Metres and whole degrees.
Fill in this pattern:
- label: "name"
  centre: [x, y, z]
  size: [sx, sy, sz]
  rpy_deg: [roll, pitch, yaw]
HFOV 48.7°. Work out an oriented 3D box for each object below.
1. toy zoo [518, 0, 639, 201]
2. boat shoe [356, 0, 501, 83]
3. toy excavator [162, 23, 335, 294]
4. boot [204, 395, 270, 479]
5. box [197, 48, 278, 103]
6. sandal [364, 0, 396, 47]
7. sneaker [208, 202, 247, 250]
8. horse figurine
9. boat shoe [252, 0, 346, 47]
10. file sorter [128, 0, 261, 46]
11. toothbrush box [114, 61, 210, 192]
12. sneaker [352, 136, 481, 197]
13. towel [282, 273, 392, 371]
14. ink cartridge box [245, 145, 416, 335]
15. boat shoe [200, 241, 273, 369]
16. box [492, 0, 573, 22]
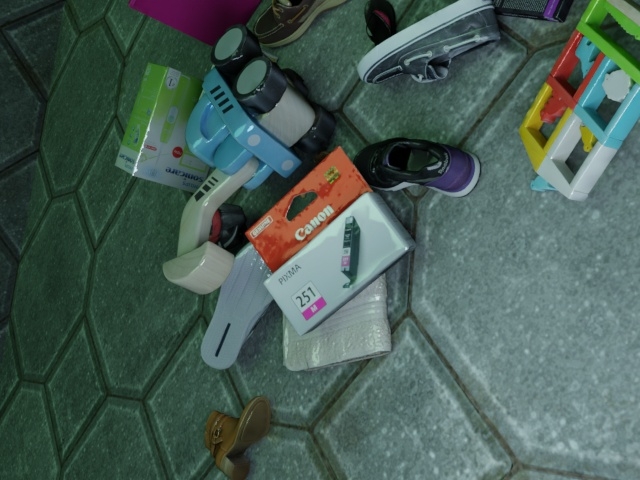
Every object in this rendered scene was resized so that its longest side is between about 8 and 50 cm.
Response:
- label: "toy zoo"
  centre: [0.378, -0.192, 1.014]
  size: [0.192, 0.030, 0.293]
  rpy_deg: [-104, 30, -49]
- label: "boat shoe"
  centre: [0.194, -0.337, 1.291]
  size: [0.301, 0.108, 0.102]
  rpy_deg: [-20, 89, 41]
- label: "toy excavator"
  centre: [-0.188, -0.160, 1.495]
  size: [0.445, 0.222, 0.433]
  rpy_deg: [-44, 47, 13]
- label: "boot"
  centre: [-0.188, 0.398, 1.515]
  size: [0.152, 0.072, 0.197]
  rpy_deg: [27, 97, 53]
- label: "box"
  centre: [-0.207, -0.388, 1.744]
  size: [0.114, 0.103, 0.203]
  rpy_deg: [34, 104, 48]
- label: "sandal"
  centre: [0.121, -0.430, 1.438]
  size: [0.067, 0.040, 0.179]
  rpy_deg: [-34, 55, 37]
- label: "sneaker"
  centre: [-0.248, -0.006, 1.685]
  size: [0.098, 0.135, 0.276]
  rpy_deg: [68, 151, 20]
- label: "horse figurine"
  centre: [0.049, -0.074, 1.357]
  size: [0.263, 0.066, 0.174]
  rpy_deg: [62, 143, 15]
- label: "boat shoe"
  centre: [-0.058, -0.558, 1.613]
  size: [0.342, 0.123, 0.123]
  rpy_deg: [-16, 67, 45]
- label: "file sorter"
  centre: [-0.330, -0.668, 1.827]
  size: [0.202, 0.290, 0.182]
  rpy_deg: [-49, 45, 27]
- label: "toothbrush box"
  centre: [-0.376, -0.287, 1.824]
  size: [0.122, 0.206, 0.283]
  rpy_deg: [27, 98, 48]
- label: "sneaker"
  centre: [0.141, -0.149, 1.269]
  size: [0.283, 0.124, 0.107]
  rpy_deg: [9, 85, 49]
- label: "towel"
  centre: [0.021, 0.149, 1.372]
  size: [0.282, 0.049, 0.187]
  rpy_deg: [-23, 63, 42]
- label: "ink cartridge box"
  centre: [0.000, 0.000, 1.299]
  size: [0.275, 0.060, 0.239]
  rpy_deg: [-41, 77, 22]
- label: "boat shoe"
  centre: [-0.166, 0.118, 1.528]
  size: [0.335, 0.121, 0.119]
  rpy_deg: [-59, 5, 18]
- label: "box"
  centre: [0.359, -0.432, 1.184]
  size: [0.162, 0.029, 0.116]
  rpy_deg: [30, 101, 47]
